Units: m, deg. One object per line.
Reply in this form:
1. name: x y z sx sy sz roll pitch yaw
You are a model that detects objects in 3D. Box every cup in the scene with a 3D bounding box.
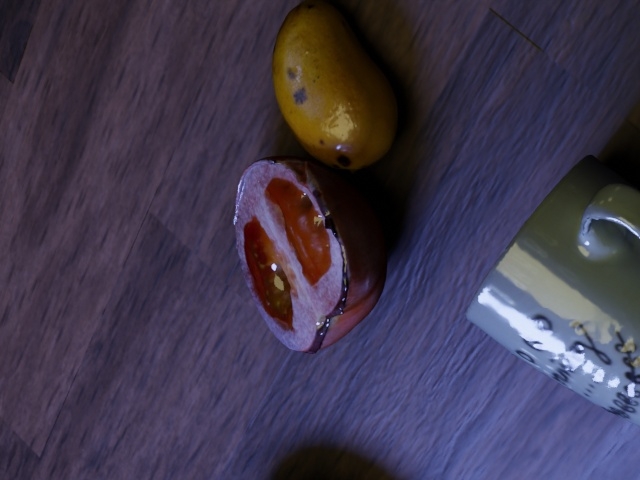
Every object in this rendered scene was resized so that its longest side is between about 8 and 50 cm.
1. cup: 0.277 0.049 1.264 0.234 0.186 0.258 37 161 13

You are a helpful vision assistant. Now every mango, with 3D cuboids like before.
1. mango: 0.009 -0.152 1.476 0.115 0.090 0.178 -39 80 32

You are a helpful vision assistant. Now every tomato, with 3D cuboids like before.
1. tomato: 0.000 0.000 1.535 0.199 0.112 0.228 60 148 16
